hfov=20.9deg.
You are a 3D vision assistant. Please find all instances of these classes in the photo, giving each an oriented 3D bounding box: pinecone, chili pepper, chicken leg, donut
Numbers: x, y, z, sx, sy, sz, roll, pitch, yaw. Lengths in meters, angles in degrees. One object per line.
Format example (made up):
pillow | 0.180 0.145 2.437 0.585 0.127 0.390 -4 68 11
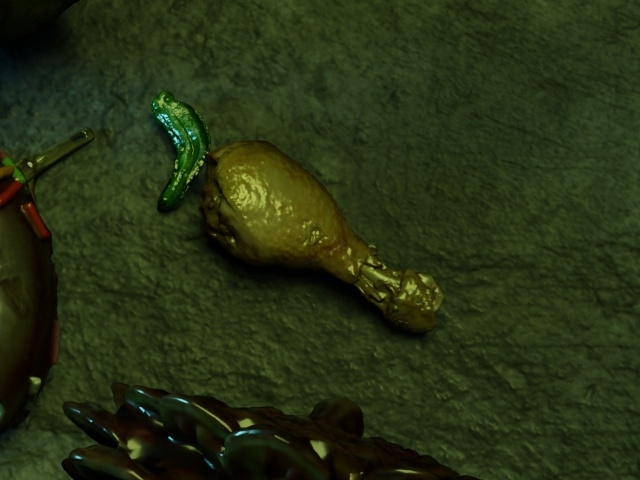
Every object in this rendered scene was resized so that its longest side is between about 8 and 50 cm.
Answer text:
pinecone | -0.038 0.271 1.195 0.397 0.398 0.398 6 60 -11
chili pepper | -0.123 -0.081 1.562 0.055 0.035 0.118 -14 66 16
chicken leg | 0.000 0.000 1.524 0.251 0.087 0.107 31 69 -4
donut | -0.358 0.005 1.348 0.345 0.136 0.259 12 82 -18

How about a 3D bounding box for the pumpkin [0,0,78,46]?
pumpkin | -0.331 -0.307 1.509 0.225 0.256 0.303 -14 89 -26

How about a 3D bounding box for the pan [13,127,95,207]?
pan | -0.290 -0.058 1.495 0.128 0.048 0.202 27 59 -2
